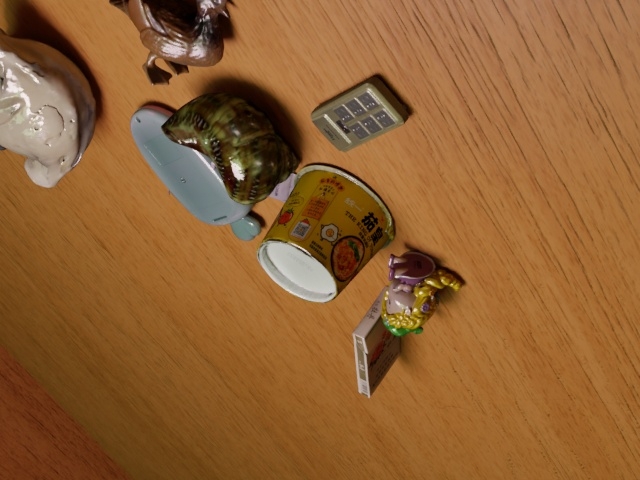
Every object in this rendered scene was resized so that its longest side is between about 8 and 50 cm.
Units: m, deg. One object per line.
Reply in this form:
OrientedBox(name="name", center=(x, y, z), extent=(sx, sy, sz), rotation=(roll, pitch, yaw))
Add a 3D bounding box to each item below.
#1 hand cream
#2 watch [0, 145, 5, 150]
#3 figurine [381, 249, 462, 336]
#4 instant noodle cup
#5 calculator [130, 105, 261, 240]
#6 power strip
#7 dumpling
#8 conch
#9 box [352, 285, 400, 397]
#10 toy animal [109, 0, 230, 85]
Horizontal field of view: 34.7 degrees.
OrientedBox(name="hand cream", center=(-0.106, -0.104, 1.627), extent=(0.142, 0.053, 0.084), rotation=(23, 149, 6))
OrientedBox(name="watch", center=(-0.730, -0.216, 2.034), extent=(0.206, 0.068, 0.193), rotation=(6, 178, -10))
OrientedBox(name="figurine", center=(0.152, 0.094, 1.575), extent=(0.115, 0.094, 0.156), rotation=(12, 128, 5))
OrientedBox(name="instant noodle cup", center=(0.000, 0.000, 1.544), extent=(0.182, 0.144, 0.182), rotation=(26, 149, 17))
OrientedBox(name="calculator", center=(-0.209, -0.107, 1.736), extent=(0.299, 0.041, 0.186), rotation=(50, 149, -18))
OrientedBox(name="power strip", center=(0.046, -0.165, 1.378), extent=(0.076, 0.028, 0.169), rotation=(46, 151, -15))
OrientedBox(name="dumpling", center=(-0.490, -0.259, 1.764), extent=(0.242, 0.187, 0.318), rotation=(-114, 12, -47))
OrientedBox(name="conch", center=(-0.126, -0.141, 1.523), extent=(0.181, 0.124, 0.187), rotation=(46, 175, -32))
OrientedBox(name="box", center=(0.097, 0.175, 1.725), extent=(0.029, 0.109, 0.198), rotation=(25, 149, 22))
OrientedBox(name="toy animal", center=(-0.209, -0.311, 1.415), extent=(0.188, 0.089, 0.179), rotation=(36, 134, 5))
